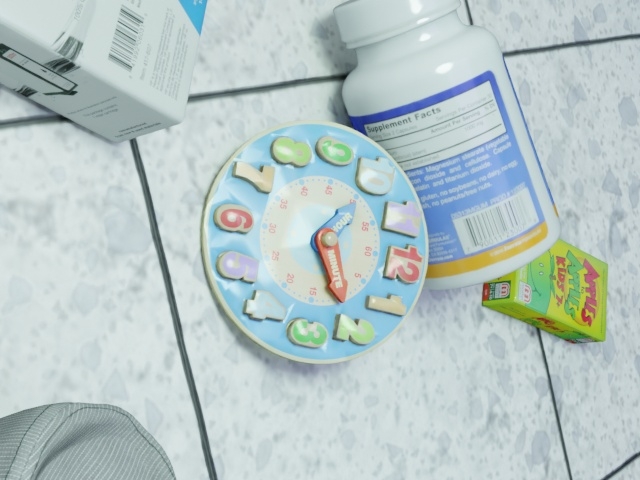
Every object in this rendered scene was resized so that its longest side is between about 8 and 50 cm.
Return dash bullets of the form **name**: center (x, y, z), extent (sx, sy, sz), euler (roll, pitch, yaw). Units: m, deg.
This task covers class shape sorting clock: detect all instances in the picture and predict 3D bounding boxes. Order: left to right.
- **shape sorting clock**: center (0.000, 0.000, 0.998), extent (0.206, 0.040, 0.206), euler (4, 81, -27)

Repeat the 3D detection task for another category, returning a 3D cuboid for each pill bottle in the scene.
- **pill bottle**: center (0.110, -0.105, 1.096), extent (0.152, 0.152, 0.272), euler (-34, 107, -45)

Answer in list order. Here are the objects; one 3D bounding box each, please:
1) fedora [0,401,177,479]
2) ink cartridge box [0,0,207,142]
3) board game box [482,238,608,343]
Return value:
- **fedora**: center (-0.154, 0.173, 0.673), extent (0.244, 0.124, 0.275), euler (53, 14, -6)
- **ink cartridge box**: center (-0.183, -0.180, 0.839), extent (0.203, 0.085, 0.148), euler (28, 62, -40)
- **board game box**: center (0.248, 0.047, 1.297), extent (0.181, 0.043, 0.092), euler (23, 66, -43)
